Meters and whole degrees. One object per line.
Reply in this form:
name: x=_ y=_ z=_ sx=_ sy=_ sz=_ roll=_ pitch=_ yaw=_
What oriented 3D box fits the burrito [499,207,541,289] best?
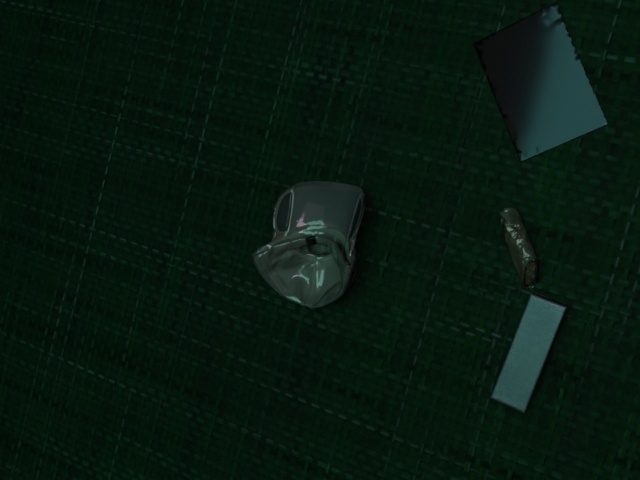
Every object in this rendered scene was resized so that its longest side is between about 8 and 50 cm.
burrito: x=0.358 y=0.013 z=1.611 sx=0.041 sy=0.055 sz=0.149 roll=-16 pitch=78 yaw=-6

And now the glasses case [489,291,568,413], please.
glasses case: x=0.370 y=0.198 z=1.597 sx=0.070 sy=0.047 sz=0.205 roll=22 pitch=97 yaw=21

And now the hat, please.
hat: x=0.000 y=0.000 z=1.775 sx=0.219 sy=0.164 sz=0.226 roll=10 pitch=53 yaw=27

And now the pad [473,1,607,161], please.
pad: x=0.393 y=-0.285 z=1.628 sx=0.170 sy=0.006 sz=0.246 roll=-24 pitch=78 yaw=22
